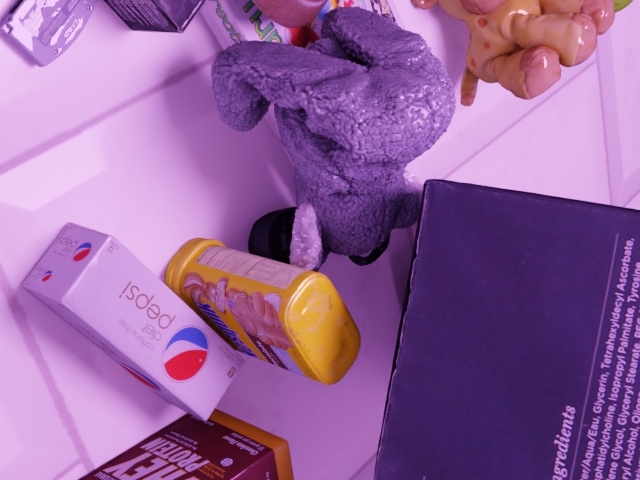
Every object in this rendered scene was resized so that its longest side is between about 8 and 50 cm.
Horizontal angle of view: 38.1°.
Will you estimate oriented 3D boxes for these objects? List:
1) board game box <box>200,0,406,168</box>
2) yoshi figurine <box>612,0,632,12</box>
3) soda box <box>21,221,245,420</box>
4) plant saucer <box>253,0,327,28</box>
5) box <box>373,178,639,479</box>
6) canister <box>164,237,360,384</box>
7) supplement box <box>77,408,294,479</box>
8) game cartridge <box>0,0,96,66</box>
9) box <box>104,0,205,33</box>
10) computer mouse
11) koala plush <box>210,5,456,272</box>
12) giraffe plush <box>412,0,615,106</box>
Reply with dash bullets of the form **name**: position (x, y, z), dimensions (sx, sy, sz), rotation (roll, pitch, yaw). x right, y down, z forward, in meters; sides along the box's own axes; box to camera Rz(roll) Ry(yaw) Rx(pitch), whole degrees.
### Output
- **board game box**: position (0.002, -0.205, 0.967), dimensions (0.193, 0.053, 0.305), rotation (-52, 132, -23)
- **yoshi figurine**: position (0.385, -0.430, 1.224), dimensions (0.362, 0.203, 0.203), rotation (-55, 140, -18)
- **soda box**: position (-0.165, 0.078, 0.851), dimensions (0.074, 0.069, 0.216), rotation (-57, 133, -19)
- **plant saucer**: position (-0.028, -0.274, 0.820), dimensions (0.168, 0.029, 0.168), rotation (13, 74, -56)
- **box**: position (0.337, 0.120, 0.977), dimensions (0.480, 0.472, 0.297), rotation (-6, 104, -78)
- **canister**: position (-0.055, 0.067, 0.890), dimensions (0.073, 0.170, 0.126), rotation (-51, 131, -25)
- **supplement box**: position (-0.130, 0.299, 0.899), dimensions (0.194, 0.129, 0.191), rotation (-27, 119, -40)
- **game cartridge**: position (-0.221, -0.187, 0.763), dimensions (0.056, 0.017, 0.083), rotation (46, 67, -39)
- **box**: position (-0.152, -0.287, 0.765), dimensions (0.180, 0.077, 0.147), rotation (48, 66, -42)
- **computer mouse**: position (0.000, 0.000, 1.038), dimensions (0.242, 0.041, 0.071), rotation (-1, 84, -52)
- **koala plush**: position (0.027, -0.074, 0.875), dimensions (0.196, 0.203, 0.221), rotation (-26, 133, -32)
- **giraffe plush**: position (0.212, -0.277, 1.097), dimensions (0.181, 0.210, 0.170), rotation (-49, 115, -28)
